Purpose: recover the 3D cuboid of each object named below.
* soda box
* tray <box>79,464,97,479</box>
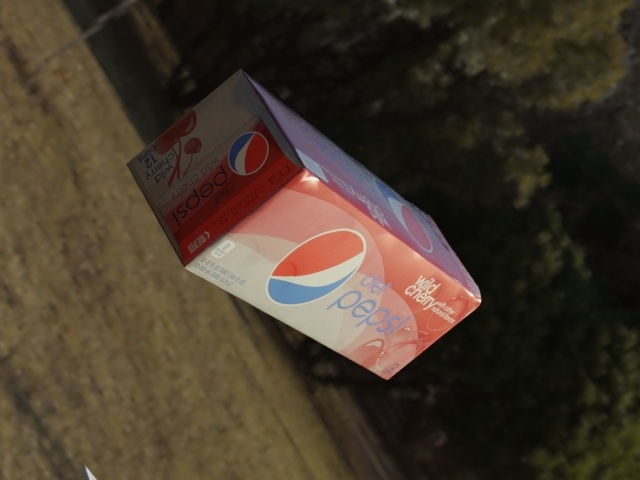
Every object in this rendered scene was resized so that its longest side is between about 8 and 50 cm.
[{"bbox_3d":[0.000,0.000,0.933,0.263,0.092,0.083,33,20,-56],"label":"soda box"},{"bbox_3d":[-0.140,0.299,1.213,0.145,0.030,0.270,61,-5,-29],"label":"tray"}]
